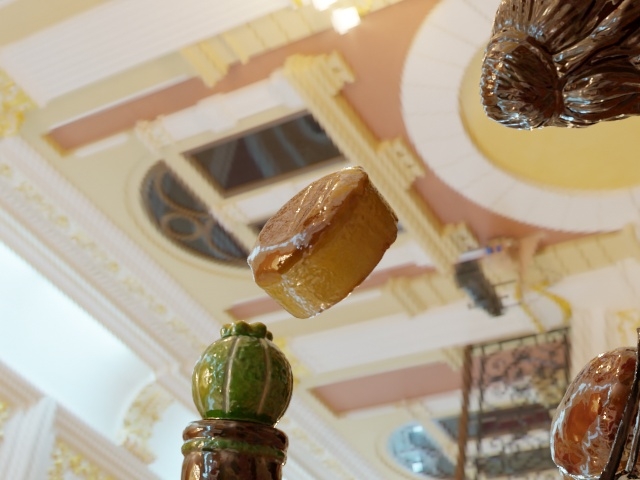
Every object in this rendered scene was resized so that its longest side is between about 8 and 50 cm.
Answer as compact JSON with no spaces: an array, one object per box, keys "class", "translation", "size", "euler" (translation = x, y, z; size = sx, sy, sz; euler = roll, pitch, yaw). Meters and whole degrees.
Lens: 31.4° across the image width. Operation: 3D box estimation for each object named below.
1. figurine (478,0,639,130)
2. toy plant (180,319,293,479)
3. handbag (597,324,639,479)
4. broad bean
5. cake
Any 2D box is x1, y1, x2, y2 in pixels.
[{"class":"figurine","translation":[0.263,-0.122,0.713],"size":[0.187,0.315,0.168],"euler":[60,-137,-56]},{"class":"toy plant","translation":[-0.069,0.148,0.951],"size":[0.092,0.092,0.163],"euler":[30,-121,-52]},{"class":"handbag","translation":[0.134,0.102,0.444],"size":[0.115,0.072,0.139],"euler":[11,-110,-64]},{"class":"broad bean","translation":[0.297,0.181,1.134],"size":[0.228,0.122,0.156],"euler":[86,-154,-70]},{"class":"cake","translation":[0.000,0.000,0.596],"size":[0.044,0.084,0.084],"euler":[48,-144,-17]}]
